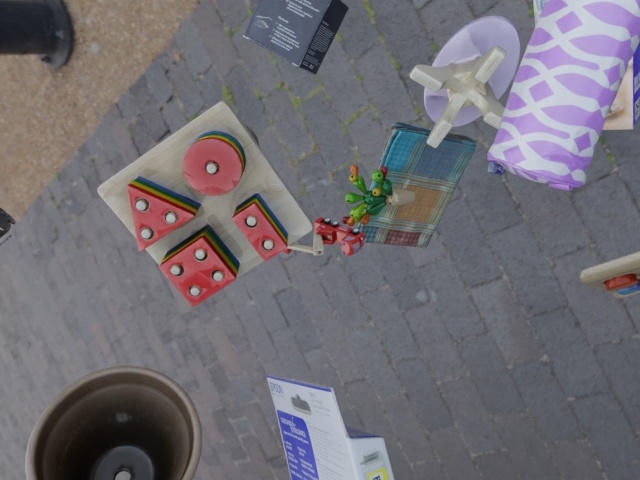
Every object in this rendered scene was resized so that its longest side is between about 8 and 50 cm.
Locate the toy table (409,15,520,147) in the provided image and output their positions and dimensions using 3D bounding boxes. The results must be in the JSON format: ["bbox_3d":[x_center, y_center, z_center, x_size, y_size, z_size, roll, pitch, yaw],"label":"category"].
[{"bbox_3d":[0.324,-0.342,1.217,0.252,0.161,0.274,20,132,3],"label":"toy table"}]

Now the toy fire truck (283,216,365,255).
[{"bbox_3d":[0.000,0.000,1.383,0.192,0.135,0.047,22,134,28],"label":"toy fire truck"}]

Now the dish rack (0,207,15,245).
[{"bbox_3d":[-0.500,0.067,0.702,0.074,0.271,0.208,44,163,-7],"label":"dish rack"}]

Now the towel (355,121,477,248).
[{"bbox_3d":[0.263,-0.140,1.562,0.040,0.271,0.370,-116,38,-51],"label":"towel"}]

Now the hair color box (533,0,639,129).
[{"bbox_3d":[0.554,-0.401,1.134,0.185,0.110,0.339,6,124,39],"label":"hair color box"}]

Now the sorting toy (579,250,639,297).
[{"bbox_3d":[0.726,0.056,1.133,0.307,0.229,0.041,-26,59,37],"label":"sorting toy"}]

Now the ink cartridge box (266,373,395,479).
[{"bbox_3d":[0.020,0.361,0.867,0.303,0.072,0.307,-21,80,65],"label":"ink cartridge box"}]

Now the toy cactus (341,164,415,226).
[{"bbox_3d":[0.144,-0.112,1.384,0.219,0.180,0.112,104,159,-49],"label":"toy cactus"}]

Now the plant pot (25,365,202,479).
[{"bbox_3d":[-0.344,0.384,0.947,0.263,0.263,0.229,43,142,18],"label":"plant pot"}]

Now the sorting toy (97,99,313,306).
[{"bbox_3d":[-0.185,-0.043,0.884,0.257,0.089,0.255,-32,109,10],"label":"sorting toy"}]

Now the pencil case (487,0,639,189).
[{"bbox_3d":[0.209,-0.139,0.440,0.086,0.088,0.206,44,120,57],"label":"pencil case"}]

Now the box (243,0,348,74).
[{"bbox_3d":[-0.052,-0.462,1.164,0.156,0.093,0.158,34,107,18],"label":"box"}]

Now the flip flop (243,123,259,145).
[{"bbox_3d":[-0.194,-0.172,1.137,0.277,0.080,0.112,-9,78,55],"label":"flip flop"}]
